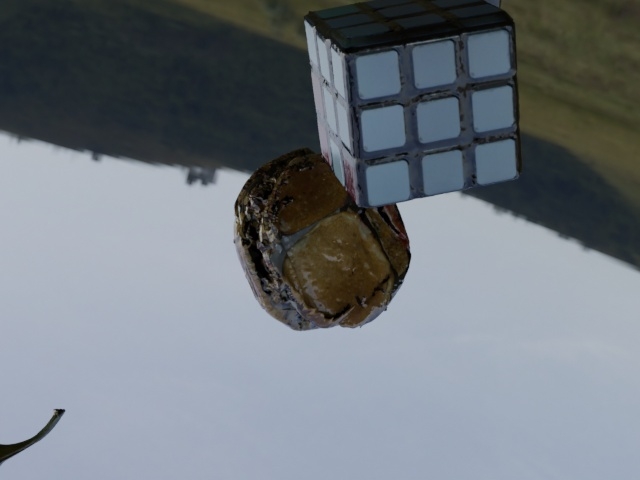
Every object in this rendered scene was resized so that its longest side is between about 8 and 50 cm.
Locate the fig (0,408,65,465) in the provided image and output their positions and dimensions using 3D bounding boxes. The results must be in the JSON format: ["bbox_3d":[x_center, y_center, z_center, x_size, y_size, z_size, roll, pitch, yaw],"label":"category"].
[{"bbox_3d":[-0.467,0.290,1.773,0.236,0.124,0.124,-17,-155,-14],"label":"fig"}]

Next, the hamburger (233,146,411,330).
[{"bbox_3d":[0.000,0.000,1.473,0.107,0.230,0.231,0,177,45],"label":"hamburger"}]

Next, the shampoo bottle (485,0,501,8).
[{"bbox_3d":[0.175,-0.275,1.471,0.064,0.207,0.057,-5,-145,-16],"label":"shampoo bottle"}]

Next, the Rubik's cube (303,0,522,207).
[{"bbox_3d":[0.085,-0.139,1.189,0.161,0.163,0.162,-11,-155,-9],"label":"Rubik's cube"}]
